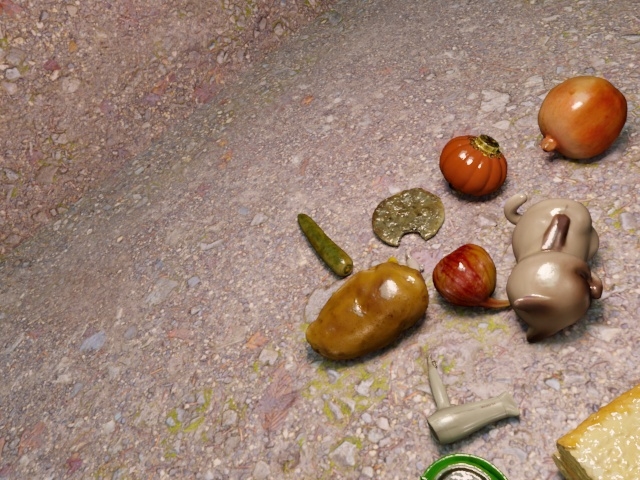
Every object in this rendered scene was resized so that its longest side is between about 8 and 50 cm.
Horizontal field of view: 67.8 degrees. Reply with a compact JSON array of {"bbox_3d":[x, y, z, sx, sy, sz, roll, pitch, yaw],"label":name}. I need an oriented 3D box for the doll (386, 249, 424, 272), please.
[{"bbox_3d":[0.255,0.079,1.441,0.113,0.071,0.135,9,49,20],"label":"doll"}]

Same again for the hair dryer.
[{"bbox_3d":[0.331,0.361,1.164,0.207,0.075,0.237,-19,37,-4],"label":"hair dryer"}]

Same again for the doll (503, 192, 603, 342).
[{"bbox_3d":[0.593,0.054,1.214,0.226,0.215,0.370,-5,49,25],"label":"doll"}]

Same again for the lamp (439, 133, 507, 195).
[{"bbox_3d":[0.491,-0.241,1.536,0.223,0.196,0.223,15,39,-13],"label":"lamp"}]

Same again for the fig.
[{"bbox_3d":[0.410,0.120,1.284,0.175,0.175,0.207,-31,72,-5],"label":"fig"}]

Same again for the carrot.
[{"bbox_3d":[0.000,0.000,1.617,0.074,0.074,0.358,-33,44,-8],"label":"carrot"}]

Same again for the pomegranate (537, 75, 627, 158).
[{"bbox_3d":[0.802,-0.373,1.493,0.270,0.252,0.229,-49,37,5],"label":"pomegranate"}]

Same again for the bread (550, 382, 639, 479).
[{"bbox_3d":[0.668,0.395,0.903,0.376,0.165,0.236,-31,48,-8],"label":"bread"}]

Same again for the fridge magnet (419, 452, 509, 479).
[{"bbox_3d":[0.298,0.543,0.979,0.208,0.088,0.207,-12,47,13],"label":"fridge magnet"}]

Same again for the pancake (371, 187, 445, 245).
[{"bbox_3d":[0.291,-0.082,1.589,0.254,0.037,0.253,-11,46,12],"label":"pancake"}]

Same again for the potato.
[{"bbox_3d":[0.128,0.196,1.315,0.369,0.195,0.176,-35,12,1],"label":"potato"}]
